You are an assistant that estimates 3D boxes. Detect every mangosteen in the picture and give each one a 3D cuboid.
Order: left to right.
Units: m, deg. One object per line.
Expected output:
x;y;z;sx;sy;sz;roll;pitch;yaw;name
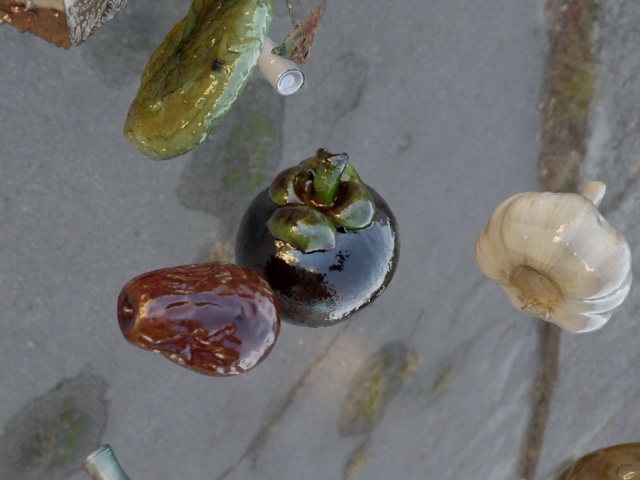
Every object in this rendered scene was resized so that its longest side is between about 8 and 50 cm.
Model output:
-0.003;0.006;1.583;0.330;0.330;0.330;-36;144;-33;mangosteen

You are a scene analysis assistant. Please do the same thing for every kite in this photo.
-0.040;-0.358;1.453;0.011;0.157;0.139;13;142;-44;kite

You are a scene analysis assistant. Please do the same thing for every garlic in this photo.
0.322;-0.006;1.079;0.226;0.199;0.199;-45;148;-32;garlic

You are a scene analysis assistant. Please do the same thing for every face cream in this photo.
-0.108;-0.350;1.561;0.058;0.244;0.092;-44;143;11;face cream

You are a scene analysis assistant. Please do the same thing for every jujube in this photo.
-0.189;0.122;1.356;0.255;0.190;0.190;7;113;-35;jujube

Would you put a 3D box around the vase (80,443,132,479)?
-0.298;0.424;1.361;0.086;0.214;0.086;-39;168;-9;vase

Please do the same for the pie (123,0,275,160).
-0.151;-0.216;1.052;0.078;0.277;0.277;36;86;-25;pie

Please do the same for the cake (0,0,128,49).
-0.428;-0.494;1.329;0.282;0.255;0.290;-57;155;-34;cake

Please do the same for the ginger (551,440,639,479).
0.352;0.262;0.831;0.304;0.155;0.244;-1;150;-41;ginger
